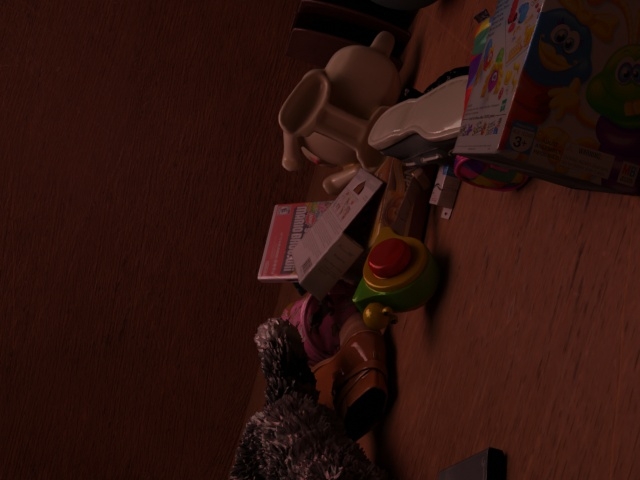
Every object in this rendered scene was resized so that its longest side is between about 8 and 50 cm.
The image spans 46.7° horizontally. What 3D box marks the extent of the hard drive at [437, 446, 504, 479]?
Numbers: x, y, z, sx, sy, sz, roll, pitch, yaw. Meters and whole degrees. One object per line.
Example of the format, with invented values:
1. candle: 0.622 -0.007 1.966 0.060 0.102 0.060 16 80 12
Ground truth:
1. hard drive: 0.161 0.288 0.810 0.135 0.022 0.094 119 164 -58

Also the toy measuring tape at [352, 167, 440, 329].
1. toy measuring tape: 0.152 0.007 1.189 0.330 0.122 0.121 -63 0 -33

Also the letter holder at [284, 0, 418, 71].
1. letter holder: 0.084 -0.558 1.936 0.214 0.302 0.151 123 161 -64

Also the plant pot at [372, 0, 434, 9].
1. plant pot: 0.190 -0.610 1.586 0.195 0.291 0.290 40 -120 -60

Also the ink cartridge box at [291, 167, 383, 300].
1. ink cartridge box: 0.043 -0.022 1.455 0.239 0.060 0.275 -49 11 5

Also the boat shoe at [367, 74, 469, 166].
1. boat shoe: 0.198 -0.176 1.176 0.319 0.099 0.116 -2 57 62

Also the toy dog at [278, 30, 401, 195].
1. toy dog: 0.041 -0.320 1.885 0.408 0.285 0.395 141 144 -79

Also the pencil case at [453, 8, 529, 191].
1. pencil case: 0.233 -0.183 0.954 0.104 0.105 0.236 127 155 -69

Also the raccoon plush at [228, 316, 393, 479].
1. raccoon plush: -0.028 0.277 1.093 0.446 0.216 0.299 68 151 23

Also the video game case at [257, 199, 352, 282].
1. video game case: 0.000 0.000 1.706 0.025 0.285 0.203 47 -132 -51

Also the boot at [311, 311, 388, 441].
1. boot: 0.052 0.294 1.336 0.220 0.109 0.283 -98 31 -61

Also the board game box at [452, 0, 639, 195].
1. board game box: 0.248 -0.196 0.705 0.144 0.142 0.275 -129 55 -80

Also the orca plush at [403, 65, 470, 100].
1. orca plush: 0.192 -0.231 1.291 0.287 0.102 0.151 155 130 -79

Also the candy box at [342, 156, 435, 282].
1. candy box: 0.121 -0.035 1.455 0.316 0.088 0.182 129 155 -71

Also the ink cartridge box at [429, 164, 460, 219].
1. ink cartridge box: 0.202 -0.079 1.203 0.048 0.028 0.083 -138 64 -81

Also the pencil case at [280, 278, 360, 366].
1. pencil case: 0.002 0.187 1.616 0.167 0.160 0.386 -42 -1 -16

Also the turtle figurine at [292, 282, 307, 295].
1. turtle figurine: 0.027 0.028 1.759 0.175 0.234 0.118 57 179 43
